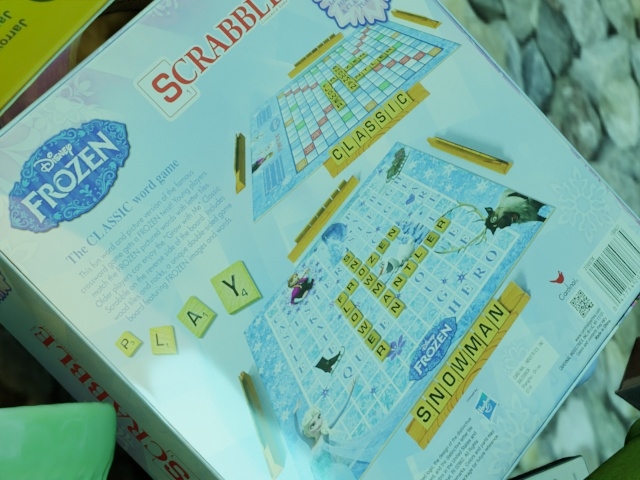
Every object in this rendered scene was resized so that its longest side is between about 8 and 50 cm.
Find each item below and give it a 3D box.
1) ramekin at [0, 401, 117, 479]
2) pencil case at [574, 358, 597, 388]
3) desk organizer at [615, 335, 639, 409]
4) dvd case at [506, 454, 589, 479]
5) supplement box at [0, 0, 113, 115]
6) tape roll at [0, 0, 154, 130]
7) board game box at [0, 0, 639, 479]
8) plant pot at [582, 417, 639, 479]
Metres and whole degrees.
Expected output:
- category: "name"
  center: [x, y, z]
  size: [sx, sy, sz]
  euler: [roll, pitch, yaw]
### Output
- category: "ramekin"
  center: [-0.232, 0.157, 0.680]
  size: [0.303, 0.303, 0.148]
  euler: [-3, 83, -31]
- category: "pencil case"
  center: [0.067, 0.099, 0.982]
  size: [0.236, 0.104, 0.104]
  euler: [-30, 91, -33]
- category: "desk organizer"
  center: [0.277, 0.116, 1.132]
  size: [0.130, 0.047, 0.050]
  euler: [35, 58, -16]
- category: "dvd case"
  center: [0.101, 0.253, 0.996]
  size: [0.239, 0.029, 0.179]
  euler: [-15, 82, -33]
- category: "supplement box"
  center: [-0.270, -0.217, 0.726]
  size: [0.356, 0.195, 0.194]
  euler: [26, 34, -41]
- category: "tape roll"
  center: [-0.077, -0.070, 0.960]
  size: [0.275, 0.090, 0.275]
  euler: [10, 69, -28]
- category: "board game box"
  center: [0.000, 0.000, 0.880]
  size: [0.318, 0.066, 0.318]
  euler: [47, 57, -5]
- category: "plant pot"
  center: [0.130, 0.331, 0.787]
  size: [0.353, 0.366, 0.366]
  euler: [-33, 92, -9]
